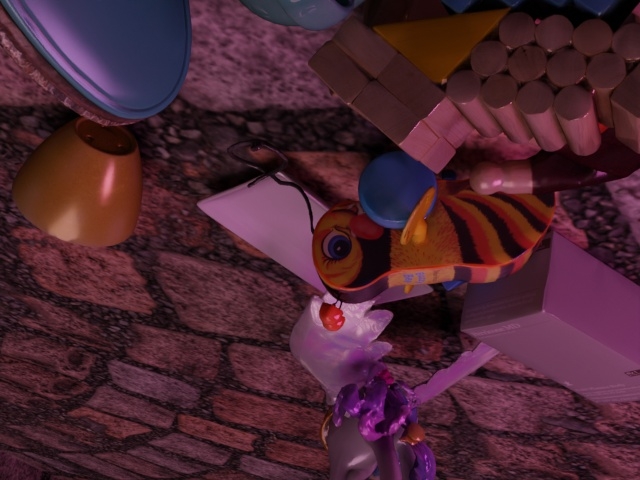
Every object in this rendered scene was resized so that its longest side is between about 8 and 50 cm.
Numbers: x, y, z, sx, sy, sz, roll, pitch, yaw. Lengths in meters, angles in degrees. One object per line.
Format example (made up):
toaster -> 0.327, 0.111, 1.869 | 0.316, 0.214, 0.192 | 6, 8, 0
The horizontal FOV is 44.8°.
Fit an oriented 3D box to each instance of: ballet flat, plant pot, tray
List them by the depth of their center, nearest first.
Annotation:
ballet flat -> -0.219, -0.279, 0.436 | 0.182, 0.164, 0.483 | 23, 152, 30
plant pot -> -0.240, -0.074, 0.812 | 0.134, 0.134, 0.095 | 24, 121, -16
tray -> 0.000, 0.000, 0.910 | 0.145, 0.030, 0.270 | -16, 139, 43

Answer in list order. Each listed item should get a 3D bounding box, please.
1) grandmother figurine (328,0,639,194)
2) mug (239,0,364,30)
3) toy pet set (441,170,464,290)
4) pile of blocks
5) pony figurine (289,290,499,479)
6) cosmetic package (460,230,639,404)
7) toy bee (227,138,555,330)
grandmother figurine -> 0.189, -0.108, 0.576 | 0.342, 0.104, 0.208 | 19, 147, -13
mug -> -0.013, -0.184, 0.468 | 0.129, 0.158, 0.097 | 11, 158, 38
toy pet set -> 0.154, 0.001, 0.806 | 0.122, 0.065, 0.114 | 21, 150, -10
pile of blocks -> 0.181, -0.109, 0.454 | 0.362, 0.149, 0.112 | 5, 175, 23
pony figurine -> 0.074, 0.221, 0.973 | 0.302, 0.364, 0.351 | 14, 143, -25
cosmetic package -> 0.286, 0.093, 0.870 | 0.238, 0.107, 0.127 | 25, 152, -24
toy bee -> 0.059, 0.010, 0.724 | 0.298, 0.162, 0.195 | 0, 161, 29
